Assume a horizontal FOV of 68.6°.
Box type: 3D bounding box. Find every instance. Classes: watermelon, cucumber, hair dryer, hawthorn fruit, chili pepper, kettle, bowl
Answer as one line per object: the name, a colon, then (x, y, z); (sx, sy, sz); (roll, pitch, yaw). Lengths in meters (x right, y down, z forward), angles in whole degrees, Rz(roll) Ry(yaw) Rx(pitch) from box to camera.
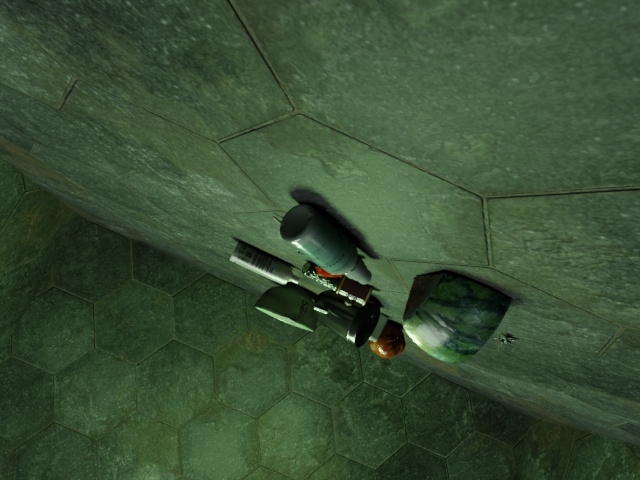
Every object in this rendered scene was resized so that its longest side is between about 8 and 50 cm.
watermelon: (0.366, 0.181, 1.289); (0.213, 0.201, 0.261); (27, 122, -9)
cucumber: (0.014, 0.144, 1.814); (0.187, 0.058, 0.058); (30, 164, -20)
hair dryer: (0.188, 0.361, 2.183); (0.237, 0.131, 0.073); (32, 165, -8)
hawthorn fruit: (0.313, 0.488, 2.310); (0.179, 0.179, 0.200); (31, 159, -26)
chili pepper: (0.045, 0.092, 1.580); (0.071, 0.063, 0.272); (17, 167, -26)
kettle: (0.103, 0.293, 2.013); (0.271, 0.251, 0.207); (24, 137, 27)
bowl: (-0.160, 0.346, 2.535); (0.354, 0.185, 0.354); (22, 166, 6)

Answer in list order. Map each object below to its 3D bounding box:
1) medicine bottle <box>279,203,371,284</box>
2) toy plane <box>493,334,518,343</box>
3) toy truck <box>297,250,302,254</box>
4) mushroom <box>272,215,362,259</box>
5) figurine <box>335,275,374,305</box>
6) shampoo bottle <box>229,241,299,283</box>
medicine bottle: (0.037, 0.031, 1.267); (0.110, 0.110, 0.352); (10, 160, 42)
toy plane: (0.627, 0.337, 1.587); (0.079, 0.031, 0.083); (3, 156, 21)
toy truck: (-0.032, 0.026, 1.481); (0.083, 0.049, 0.054); (27, 164, -14)
mushroom: (0.000, 0.002, 1.382); (0.306, 0.043, 0.068); (30, 140, -15)
figurine: (0.132, 0.203, 1.759); (0.155, 0.098, 0.082); (26, 162, 2)
shampoo bottle: (-0.229, 0.108, 1.996); (0.304, 0.092, 0.092); (25, 165, -8)
